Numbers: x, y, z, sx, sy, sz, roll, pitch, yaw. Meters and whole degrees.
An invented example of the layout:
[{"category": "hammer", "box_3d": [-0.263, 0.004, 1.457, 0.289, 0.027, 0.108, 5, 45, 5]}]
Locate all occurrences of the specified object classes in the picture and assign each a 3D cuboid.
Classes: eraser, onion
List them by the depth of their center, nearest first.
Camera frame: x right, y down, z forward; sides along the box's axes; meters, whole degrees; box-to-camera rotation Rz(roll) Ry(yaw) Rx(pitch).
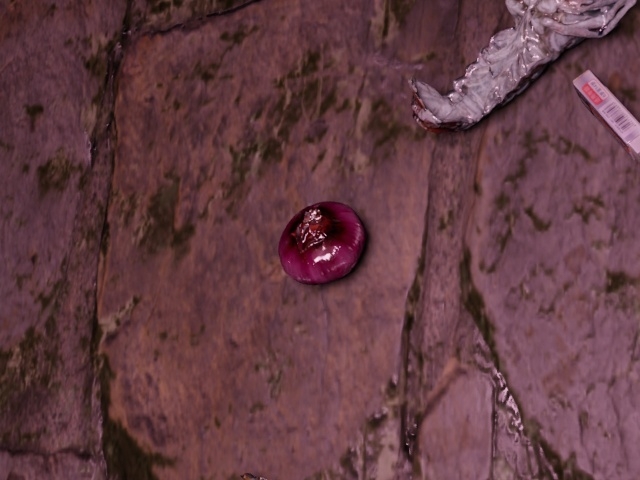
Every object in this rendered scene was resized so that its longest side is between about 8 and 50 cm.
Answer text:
[{"category": "eraser", "box_3d": [0.340, -0.140, 1.156, 0.029, 0.052, 0.122, -38, 61, 11]}, {"category": "onion", "box_3d": [0.000, 0.000, 1.243, 0.115, 0.104, 0.115, -10, 51, 12]}]

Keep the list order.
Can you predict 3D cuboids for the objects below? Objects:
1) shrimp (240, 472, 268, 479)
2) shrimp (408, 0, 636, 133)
[{"category": "shrimp", "box_3d": [-0.034, 0.338, 1.179, 0.174, 0.076, 0.082, 46, 136, 26]}, {"category": "shrimp", "box_3d": [0.269, -0.285, 1.190, 0.411, 0.166, 0.221, -53, 44, 16]}]
